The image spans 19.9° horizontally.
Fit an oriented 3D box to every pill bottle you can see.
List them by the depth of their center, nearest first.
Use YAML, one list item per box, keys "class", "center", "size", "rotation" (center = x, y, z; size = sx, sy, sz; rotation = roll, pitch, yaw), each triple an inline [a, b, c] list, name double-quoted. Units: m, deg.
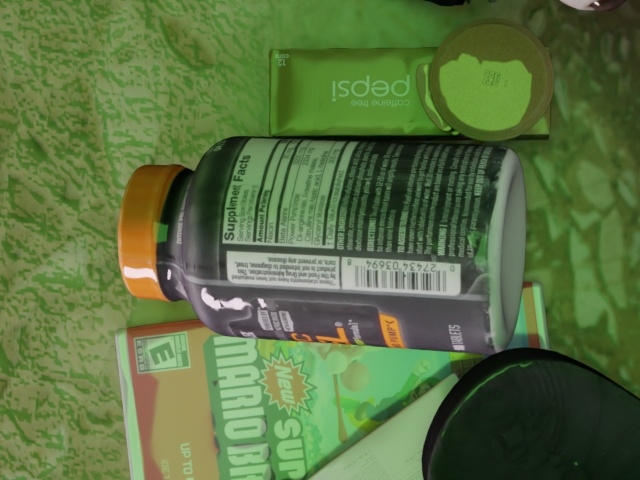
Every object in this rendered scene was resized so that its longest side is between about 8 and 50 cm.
- class: "pill bottle"
  center: [0.000, 0.000, 1.144]
  size: [0.245, 0.130, 0.130]
  rotation: [3, 89, 14]

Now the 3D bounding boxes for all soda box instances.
- class: "soda box"
  center: [0.058, -0.094, 1.181]
  size: [0.181, 0.061, 0.058]
  rotation: [0, 90, 7]

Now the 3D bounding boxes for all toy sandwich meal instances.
- class: "toy sandwich meal"
  center: [0.103, -0.097, 1.131]
  size: [0.085, 0.029, 0.086]
  rotation: [0, 85, 2]

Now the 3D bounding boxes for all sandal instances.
- class: "sandal"
  center: [0.265, 0.215, 1.087]
  size: [0.445, 0.107, 0.167]
  rotation: [24, 99, -10]

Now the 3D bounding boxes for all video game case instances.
- class: "video game case"
  center: [0.015, 0.143, 1.201]
  size: [0.285, 0.025, 0.204]
  rotation: [-7, 88, 6]

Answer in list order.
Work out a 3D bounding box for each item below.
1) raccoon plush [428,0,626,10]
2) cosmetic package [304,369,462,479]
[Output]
- class: "raccoon plush"
  center: [0.027, -0.303, 1.069]
  size: [0.446, 0.299, 0.216]
  rotation: [39, 94, 6]
- class: "cosmetic package"
  center: [0.018, 0.191, 1.155]
  size: [0.239, 0.060, 0.099]
  rotation: [-36, 84, 4]
